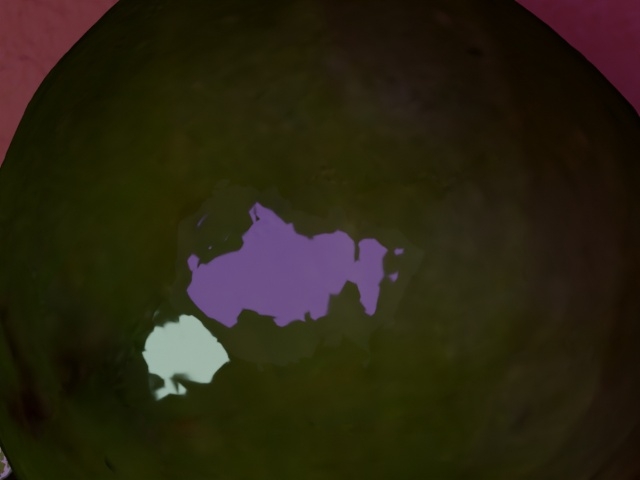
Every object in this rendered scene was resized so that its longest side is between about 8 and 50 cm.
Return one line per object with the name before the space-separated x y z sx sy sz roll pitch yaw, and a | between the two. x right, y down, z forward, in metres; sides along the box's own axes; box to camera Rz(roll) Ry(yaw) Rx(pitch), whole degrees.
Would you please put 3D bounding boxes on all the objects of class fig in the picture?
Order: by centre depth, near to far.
fig | 0.000 0.000 0.765 0.316 0.316 0.316 -3 78 16

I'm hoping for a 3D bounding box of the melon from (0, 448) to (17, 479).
melon | -0.152 0.132 0.897 0.118 0.064 0.209 -9 79 10
